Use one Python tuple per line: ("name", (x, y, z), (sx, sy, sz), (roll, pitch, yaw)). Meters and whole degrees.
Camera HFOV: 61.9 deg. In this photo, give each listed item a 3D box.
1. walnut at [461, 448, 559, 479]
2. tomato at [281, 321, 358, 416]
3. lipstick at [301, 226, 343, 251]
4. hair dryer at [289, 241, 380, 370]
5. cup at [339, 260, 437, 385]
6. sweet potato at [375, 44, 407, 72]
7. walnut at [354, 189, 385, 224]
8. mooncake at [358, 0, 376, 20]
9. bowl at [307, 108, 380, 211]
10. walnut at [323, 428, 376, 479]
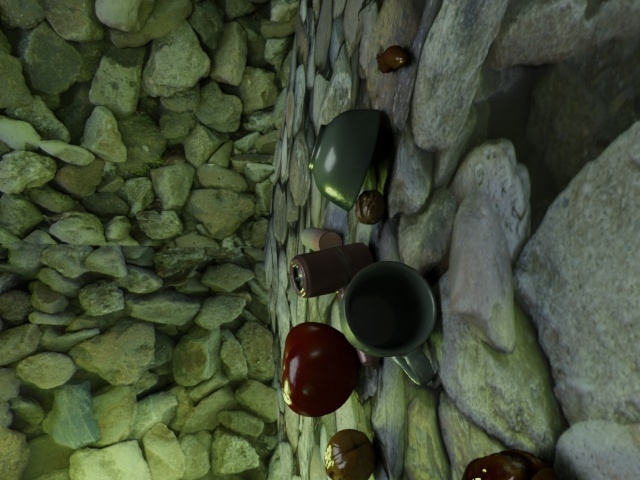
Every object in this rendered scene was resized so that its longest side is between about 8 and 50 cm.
("walnut", (0.256, 0.340, 0.711), (0.207, 0.115, 0.116), (117, 151, -63))
("tomato", (-0.002, 0.379, 1.606), (0.298, 0.226, 0.299), (-178, 90, -85))
("lipstick", (0.000, 0.000, 1.954), (0.327, 0.087, 0.087), (-160, 72, -77))
("hair dryer", (0.067, 0.182, 1.432), (0.125, 0.210, 0.353), (122, 132, -58))
("cup", (0.147, 0.193, 1.143), (0.258, 0.186, 0.234), (59, 168, 13))
("sweet potato", (0.175, -0.441, 1.293), (0.055, 0.058, 0.202), (50, -178, -15))
("walnut", (0.128, -0.085, 1.394), (0.079, 0.082, 0.096), (-14, 60, 51))
("mooncake", (0.147, -0.793, 1.472), (0.150, 0.057, 0.347), (88, -173, -79))
("bowl", (0.050, -0.234, 1.458), (0.289, 0.146, 0.289), (-165, 90, -85))
("walnut", (0.077, 0.586, 1.435), (0.144, 0.144, 0.180), (-103, 14, -49))
